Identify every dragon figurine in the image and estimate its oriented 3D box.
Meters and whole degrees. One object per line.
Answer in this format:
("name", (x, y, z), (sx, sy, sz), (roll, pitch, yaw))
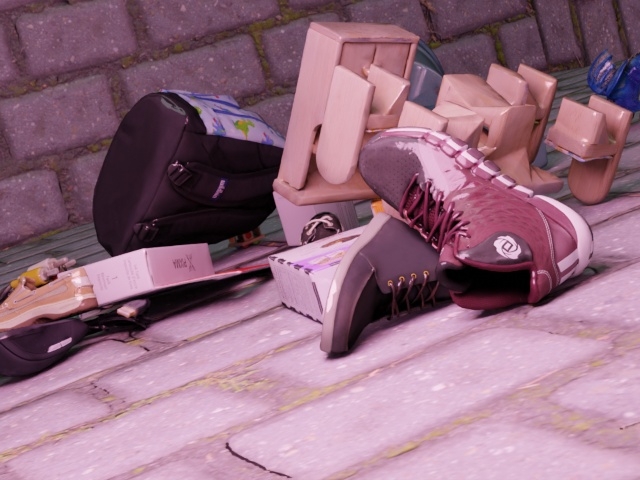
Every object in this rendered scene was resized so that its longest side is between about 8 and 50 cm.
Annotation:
("dragon figurine", (0.566, -0.306, 2.275), (0.144, 0.289, 0.085), (11, 18, -26))

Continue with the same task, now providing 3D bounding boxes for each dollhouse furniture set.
("dollhouse furniture set", (0.136, -0.114, 1.635), (0.362, 0.257, 0.394), (-8, 30, -40))

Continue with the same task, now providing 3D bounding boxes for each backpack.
("backpack", (-0.197, -0.119, 2.014), (0.355, 0.290, 0.273), (4, 33, -43))

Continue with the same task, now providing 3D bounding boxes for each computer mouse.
("computer mouse", (-0.334, 0.133, 1.605), (0.184, 0.060, 0.262), (-17, -4, 22))

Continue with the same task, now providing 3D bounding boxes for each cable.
("cable", (-0.598, 0.093, 2.300), (0.287, 0.072, 0.139), (-15, 3, 11))

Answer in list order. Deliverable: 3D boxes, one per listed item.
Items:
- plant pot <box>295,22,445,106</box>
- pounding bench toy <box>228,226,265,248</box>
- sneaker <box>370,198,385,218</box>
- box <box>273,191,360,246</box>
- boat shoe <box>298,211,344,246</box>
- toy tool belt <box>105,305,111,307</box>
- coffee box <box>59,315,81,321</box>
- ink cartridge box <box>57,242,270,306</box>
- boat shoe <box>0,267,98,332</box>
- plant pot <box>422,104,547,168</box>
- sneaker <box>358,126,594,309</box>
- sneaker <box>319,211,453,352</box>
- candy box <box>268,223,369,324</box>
("plant pot", (0.134, -0.262, 2.479), (0.341, 0.341, 0.334), (-17, 17, -3))
("pounding bench toy", (-0.130, -0.025, 2.204), (0.083, 0.065, 0.052), (-22, 9, -35))
("sneaker", (0.131, -0.057, 1.899), (0.083, 0.084, 0.215), (-15, 19, 11))
("box", (-0.007, -0.050, 2.016), (0.087, 0.102, 0.101), (-25, 13, -38))
("boat shoe", (0.000, 0.000, 1.781), (0.077, 0.070, 0.219), (-16, 8, 2))
("toy tool belt", (-0.342, 0.079, 1.980), (0.083, 0.052, 0.051), (-21, 18, -32))
("coffee box", (-0.479, 0.129, 1.948), (0.184, 0.040, 0.113), (-17, 8, -9))
("ink cartridge box", (-0.207, 0.039, 1.780), (0.261, 0.066, 0.296), (-15, -1, 11))
("boat shoe", (-0.396, 0.084, 1.643), (0.190, 0.072, 0.068), (-17, -5, 8))
("plant pot", (0.259, -0.159, 2.067), (0.234, 0.166, 0.165), (-10, 6, -19))
("sneaker", (0.132, -0.020, 1.254), (0.281, 0.106, 0.162), (26, 40, 24))
("sneaker", (0.081, 0.051, 1.276), (0.118, 0.083, 0.222), (19, 40, 12))
("candy box", (0.043, 0.035, 1.479), (0.164, 0.070, 0.196), (-19, 9, -15))
